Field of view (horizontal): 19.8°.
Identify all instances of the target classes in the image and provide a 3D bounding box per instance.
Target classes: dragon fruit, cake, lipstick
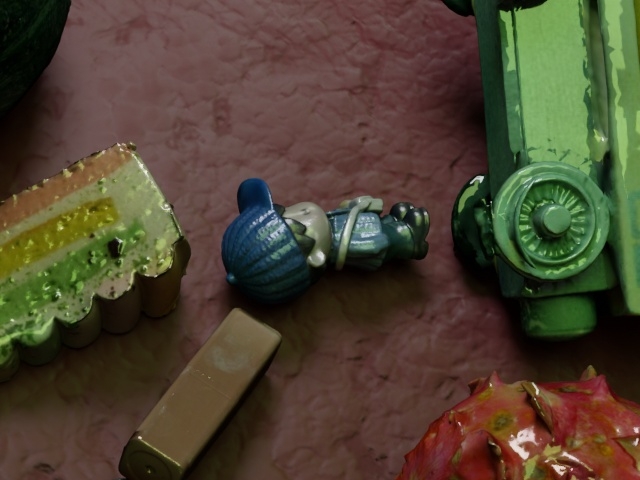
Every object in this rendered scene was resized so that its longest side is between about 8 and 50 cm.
[{"bbox_3d":[0.176,0.195,1.177,0.268,0.210,0.205,27,101,6],"label":"dragon fruit"},{"bbox_3d":[-0.199,0.031,1.276,0.225,0.090,0.109,-28,73,-2],"label":"cake"},{"bbox_3d":[-0.080,0.108,1.231,0.045,0.045,0.145,30,43,6],"label":"lipstick"}]

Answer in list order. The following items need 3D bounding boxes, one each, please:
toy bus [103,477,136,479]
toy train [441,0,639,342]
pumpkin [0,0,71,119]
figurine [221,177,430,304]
[{"bbox_3d":[-0.133,0.237,1.180,0.065,0.047,0.166,-4,63,-7],"label":"toy bus"},{"bbox_3d":[0.207,-0.116,1.310,0.237,0.150,0.369,-5,89,-3],"label":"toy train"},{"bbox_3d":[-0.294,-0.213,1.253,0.293,0.197,0.263,46,57,-10],"label":"pumpkin"},{"bbox_3d":[0.000,0.000,1.315,0.149,0.086,0.087,-1,104,-24],"label":"figurine"}]
